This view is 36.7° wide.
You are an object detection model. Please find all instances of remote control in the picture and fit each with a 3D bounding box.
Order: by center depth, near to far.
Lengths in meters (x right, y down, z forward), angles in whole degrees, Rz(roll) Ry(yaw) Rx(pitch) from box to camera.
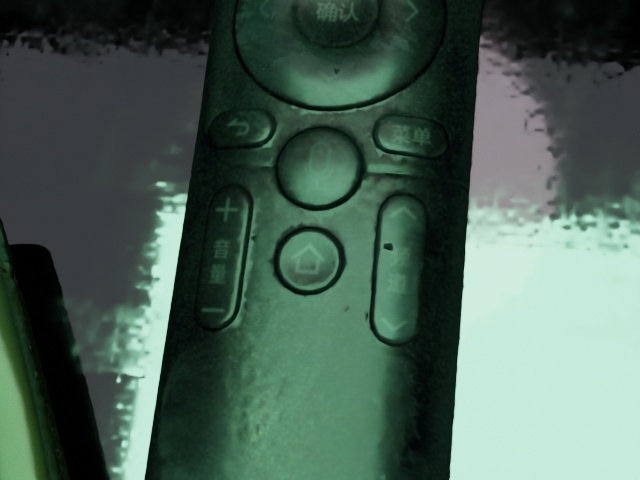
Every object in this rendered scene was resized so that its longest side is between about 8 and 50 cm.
[{"bbox_3d":[0.000,0.000,0.354,0.107,0.044,0.377,5,76,5],"label":"remote control"}]

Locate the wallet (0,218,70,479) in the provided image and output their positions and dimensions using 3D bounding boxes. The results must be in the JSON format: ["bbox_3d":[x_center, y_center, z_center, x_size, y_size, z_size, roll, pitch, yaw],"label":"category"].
[{"bbox_3d":[-0.150,0.078,0.354,0.110,0.039,0.155,-19,73,-1],"label":"wallet"}]
